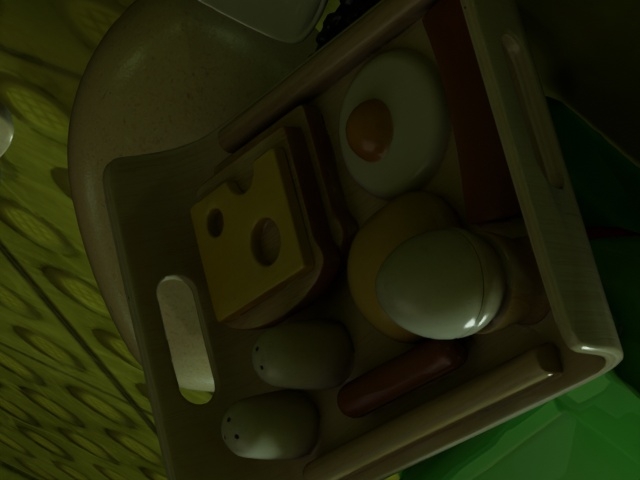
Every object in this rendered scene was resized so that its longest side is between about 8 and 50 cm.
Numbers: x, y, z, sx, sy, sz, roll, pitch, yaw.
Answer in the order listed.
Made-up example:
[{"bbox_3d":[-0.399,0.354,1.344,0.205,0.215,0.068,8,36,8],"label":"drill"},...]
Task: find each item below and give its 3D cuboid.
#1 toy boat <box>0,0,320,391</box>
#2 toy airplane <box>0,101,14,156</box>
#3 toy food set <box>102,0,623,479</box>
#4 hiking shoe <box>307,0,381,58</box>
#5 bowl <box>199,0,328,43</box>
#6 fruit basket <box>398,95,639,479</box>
[{"bbox_3d":[-0.121,-0.036,1.124,0.318,0.267,0.148,-2,-161,6],"label":"toy boat"},{"bbox_3d":[-0.418,-0.179,1.162,0.384,0.272,0.386,-5,139,6],"label":"toy airplane"},{"bbox_3d":[0.000,0.000,0.868,0.092,0.220,0.306,-1,158,-40],"label":"toy food set"},{"bbox_3d":[0.046,-0.067,0.980,0.114,0.086,0.227,6,140,-35],"label":"hiking shoe"},{"bbox_3d":[-0.048,-0.174,0.942,0.142,0.053,0.142,31,162,1],"label":"bowl"},{"bbox_3d":[0.261,0.079,0.931,0.392,0.283,0.392,1,124,2],"label":"fruit basket"}]
